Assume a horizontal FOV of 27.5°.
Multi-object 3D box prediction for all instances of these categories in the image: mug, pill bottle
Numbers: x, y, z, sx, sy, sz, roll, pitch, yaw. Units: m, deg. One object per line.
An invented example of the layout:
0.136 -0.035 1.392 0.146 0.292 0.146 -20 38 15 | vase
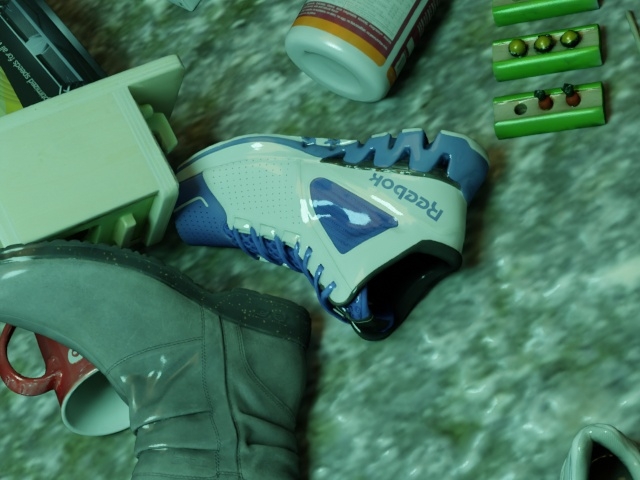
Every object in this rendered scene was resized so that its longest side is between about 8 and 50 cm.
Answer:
-0.243 0.090 1.300 0.113 0.150 0.169 -44 52 15 | mug
0.065 -0.264 1.356 0.121 0.121 0.221 23 76 30 | pill bottle

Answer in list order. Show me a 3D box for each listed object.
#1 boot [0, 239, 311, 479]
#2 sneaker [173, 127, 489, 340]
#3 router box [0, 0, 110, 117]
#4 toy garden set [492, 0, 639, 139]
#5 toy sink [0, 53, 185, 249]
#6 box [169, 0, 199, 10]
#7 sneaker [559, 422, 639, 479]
-0.156 0.137 1.157 0.338 0.118 0.223 13 61 -19 | boot
0.001 0.000 1.250 0.315 0.127 0.182 -5 62 19 | sneaker
-0.366 -0.149 1.390 0.243 0.081 0.309 -37 81 -23 | router box
0.268 -0.231 1.298 0.204 0.049 0.244 -7 63 19 | toy garden set
-0.220 -0.057 1.264 0.234 0.153 0.131 -24 79 -22 | toy sink
-0.179 -0.337 1.504 0.101 0.102 0.087 29 81 30 | box
0.253 0.277 1.011 0.111 0.129 0.297 -26 60 6 | sneaker
